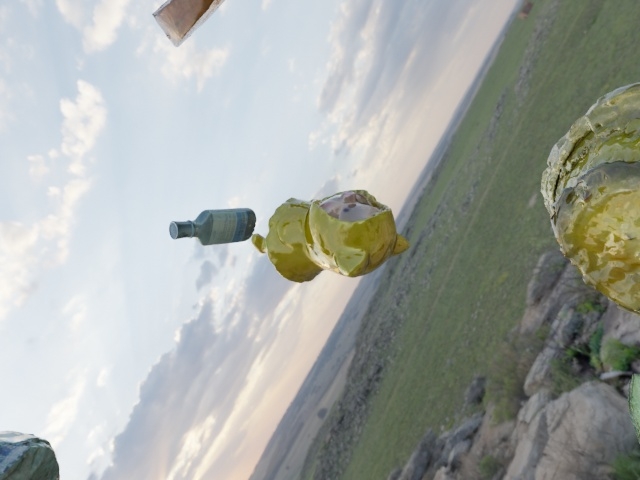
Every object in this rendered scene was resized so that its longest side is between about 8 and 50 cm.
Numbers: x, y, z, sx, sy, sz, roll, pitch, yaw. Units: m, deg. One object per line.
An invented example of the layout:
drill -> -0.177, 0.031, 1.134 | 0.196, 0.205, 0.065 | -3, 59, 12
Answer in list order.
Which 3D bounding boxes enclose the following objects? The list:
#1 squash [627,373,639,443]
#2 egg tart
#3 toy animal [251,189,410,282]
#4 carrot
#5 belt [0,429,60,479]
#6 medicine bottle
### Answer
squash -> 0.547, 0.293, 0.667 | 0.085, 0.191, 0.184 | 64, -146, -44
egg tart -> 0.234, -0.010, 0.320 | 0.074, 0.191, 0.191 | -34, -20, -32
toy animal -> 0.003, -0.002, 0.703 | 0.156, 0.229, 0.156 | -4, -84, -50
carrot -> -0.269, -0.589, 1.105 | 0.307, 0.100, 0.258 | -19, 40, 42
belt -> -0.538, 0.429, 0.740 | 0.207, 0.150, 0.257 | 88, -162, -50
medicine bottle -> -0.247, -0.031, 1.100 | 0.208, 0.053, 0.090 | -7, -55, -44
